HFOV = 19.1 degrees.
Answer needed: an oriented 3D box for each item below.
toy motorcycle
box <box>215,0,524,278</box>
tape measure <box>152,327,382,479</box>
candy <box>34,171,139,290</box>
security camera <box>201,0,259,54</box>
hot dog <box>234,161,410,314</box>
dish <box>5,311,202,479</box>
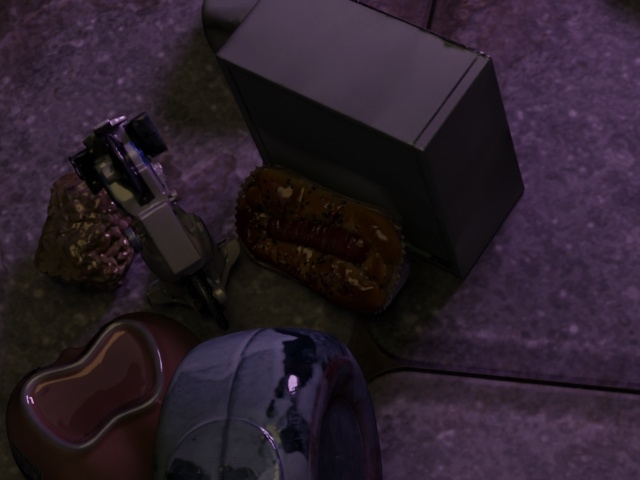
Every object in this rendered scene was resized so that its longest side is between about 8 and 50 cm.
[{"bbox_3d":[-0.148,-0.018,1.765,0.102,0.221,0.150,-31,13,-2],"label":"toy motorcycle"},{"bbox_3d":[0.051,-0.108,1.732,0.225,0.225,0.117,27,70,26],"label":"box"},{"bbox_3d":[-0.045,0.205,1.551,0.147,0.256,0.275,-4,37,16],"label":"tape measure"},{"bbox_3d":[-0.222,-0.006,1.836,0.095,0.085,0.110,14,76,31],"label":"candy"},{"bbox_3d":[-0.019,-0.296,1.953,0.157,0.080,0.301,4,52,19],"label":"security camera"},{"bbox_3d":[0.000,0.000,1.765,0.191,0.059,0.108,25,112,31],"label":"hot dog"},{"bbox_3d":[-0.193,0.147,1.725,0.213,0.090,0.213,-6,60,11],"label":"dish"}]
